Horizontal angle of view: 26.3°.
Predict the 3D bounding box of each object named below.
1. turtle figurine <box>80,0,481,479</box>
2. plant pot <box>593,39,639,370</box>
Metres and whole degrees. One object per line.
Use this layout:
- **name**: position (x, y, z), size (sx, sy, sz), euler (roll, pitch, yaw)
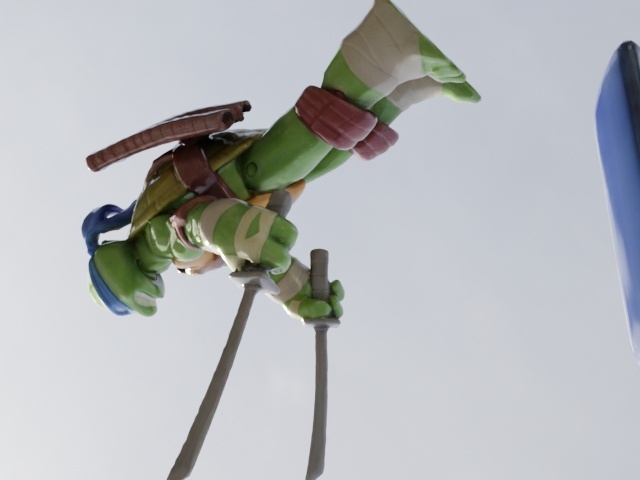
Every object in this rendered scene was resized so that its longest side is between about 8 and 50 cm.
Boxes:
- **turtle figurine**: position (0.000, 0.000, 0.843), size (0.266, 0.198, 0.275), euler (-45, -134, 7)
- **plant pot**: position (0.263, -0.003, 0.621), size (0.212, 0.236, 0.236), euler (-29, -142, 28)
